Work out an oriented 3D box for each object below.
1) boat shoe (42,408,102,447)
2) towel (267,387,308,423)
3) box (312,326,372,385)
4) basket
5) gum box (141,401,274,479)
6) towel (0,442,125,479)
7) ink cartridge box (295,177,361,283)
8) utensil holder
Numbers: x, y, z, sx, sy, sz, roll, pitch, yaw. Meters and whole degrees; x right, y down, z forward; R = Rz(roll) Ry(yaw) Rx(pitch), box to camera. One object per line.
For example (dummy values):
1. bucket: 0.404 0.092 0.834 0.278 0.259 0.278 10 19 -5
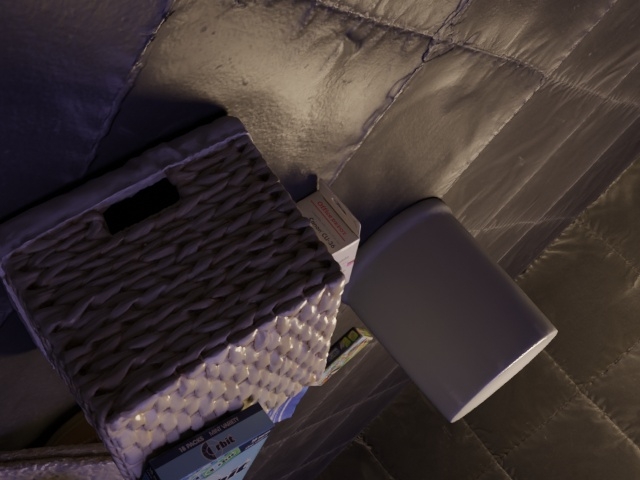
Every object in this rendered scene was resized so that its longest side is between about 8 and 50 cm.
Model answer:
1. boat shoe: -0.341 0.327 1.312 0.341 0.110 0.121 -36 159 -5
2. towel: -0.186 0.508 2.026 0.336 0.040 0.243 -27 160 -31
3. box: 0.046 0.327 2.088 0.207 0.036 0.114 -44 159 9
4. basket: -0.170 0.086 0.915 0.328 0.266 0.331 -31 156 -22
5. gum box: -0.152 0.292 0.925 0.157 0.041 0.184 -21 151 -38
6. towel: -0.441 0.394 1.232 0.282 0.049 0.187 2 137 -22
7. ink cartridge box: 0.000 0.000 1.238 0.067 0.115 0.198 -31 156 -22
8. utensil holder: 0.276 0.153 1.642 0.327 0.385 0.327 -35 159 -16
